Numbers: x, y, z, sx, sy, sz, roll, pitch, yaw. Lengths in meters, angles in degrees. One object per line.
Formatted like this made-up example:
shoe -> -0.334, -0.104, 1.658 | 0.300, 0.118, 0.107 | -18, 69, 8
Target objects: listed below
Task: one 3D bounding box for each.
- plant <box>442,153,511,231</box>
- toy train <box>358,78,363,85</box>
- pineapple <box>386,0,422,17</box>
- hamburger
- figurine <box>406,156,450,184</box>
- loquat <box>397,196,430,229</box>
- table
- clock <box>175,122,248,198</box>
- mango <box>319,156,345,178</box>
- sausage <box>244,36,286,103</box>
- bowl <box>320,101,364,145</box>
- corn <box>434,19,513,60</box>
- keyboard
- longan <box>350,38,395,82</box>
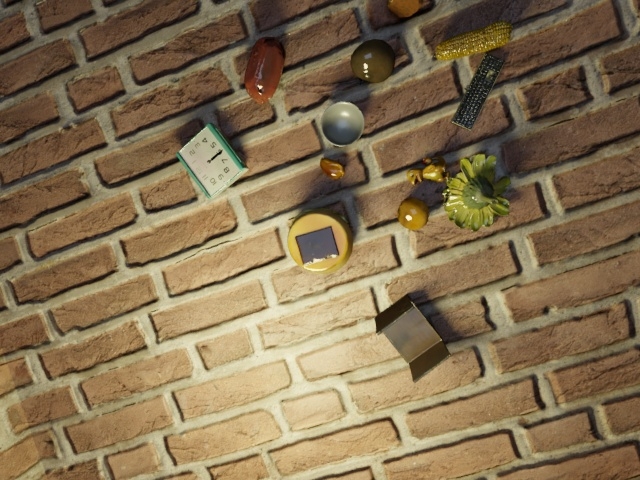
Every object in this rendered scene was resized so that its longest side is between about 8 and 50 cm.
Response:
plant -> 0.621, -0.178, 1.689 | 0.261, 0.297, 0.305 | -12, 109, 38
toy train -> 0.173, -0.717, 1.802 | 0.017, 0.017, 0.083 | -10, 91, 10
pineapple -> 0.352, -1.083, 1.702 | 0.158, 0.158, 0.278 | 3, 80, 7
hamburger -> 0.000, 0.000, 1.781 | 0.301, 0.176, 0.299 | 0, 93, 6
figurine -> 0.454, -0.303, 1.756 | 0.176, 0.121, 0.122 | -11, 58, 20
loquat -> 0.393, -0.116, 1.743 | 0.141, 0.141, 0.140 | 0, 93, 8
table -> 0.366, 0.393, 1.698 | 0.196, 0.282, 0.250 | -37, 88, 7
clock -> -0.481, -0.357, 1.868 | 0.231, 0.116, 0.262 | -38, 86, 13
mango -> 0.050, -0.319, 1.816 | 0.127, 0.063, 0.077 | 33, 101, 10
sausage -> -0.242, -0.741, 1.792 | 0.152, 0.152, 0.279 | 17, 96, 6
bowl -> 0.097, -0.497, 1.790 | 0.189, 0.086, 0.188 | 0, 93, 6
corn -> 0.623, -0.817, 1.698 | 0.313, 0.102, 0.101 | -11, 91, 10
keyboard -> 0.660, -0.629, 1.738 | 0.106, 0.027, 0.316 | 25, 96, 5
longan -> 0.219, -0.749, 1.721 | 0.189, 0.189, 0.189 | 0, 93, 8
